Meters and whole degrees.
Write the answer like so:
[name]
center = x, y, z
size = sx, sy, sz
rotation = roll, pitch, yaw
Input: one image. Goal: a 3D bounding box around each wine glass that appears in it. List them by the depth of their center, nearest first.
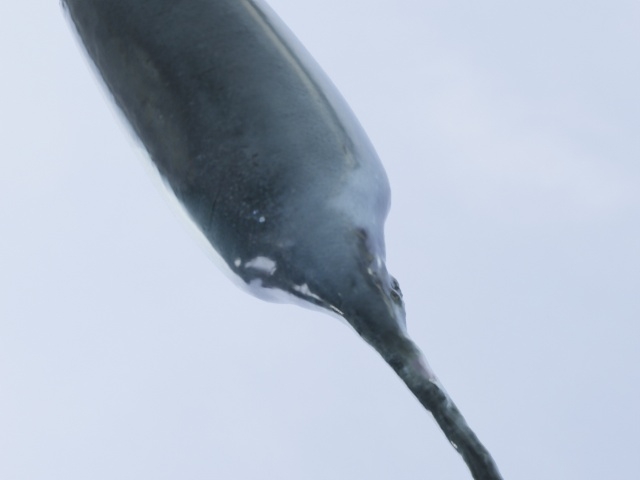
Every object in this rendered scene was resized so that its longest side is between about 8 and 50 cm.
[wine glass]
center = 0.000, 0.000, 0.545
size = 0.074, 0.074, 0.262
rotation = -36, -119, 0
